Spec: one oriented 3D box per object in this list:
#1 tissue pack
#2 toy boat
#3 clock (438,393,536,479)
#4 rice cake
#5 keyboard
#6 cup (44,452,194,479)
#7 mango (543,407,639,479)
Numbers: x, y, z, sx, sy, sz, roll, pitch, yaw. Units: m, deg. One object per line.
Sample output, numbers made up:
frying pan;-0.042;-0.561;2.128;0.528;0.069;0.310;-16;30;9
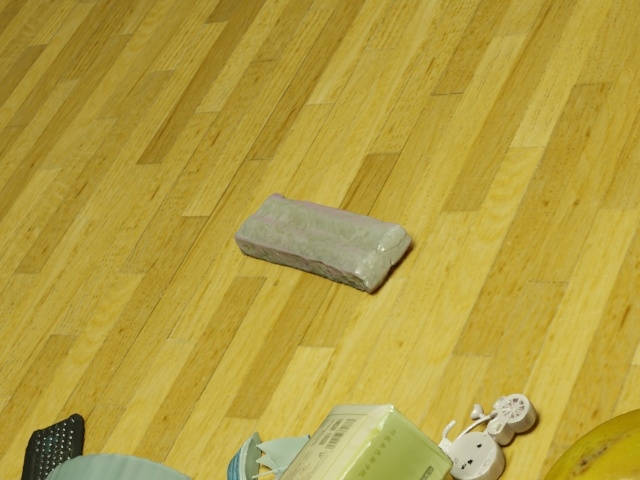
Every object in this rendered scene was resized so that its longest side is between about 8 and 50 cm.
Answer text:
tissue pack;0.021;0.307;1.706;0.234;0.125;0.159;-52;17;-22
toy boat;-0.058;0.272;1.909;0.149;0.034;0.105;-35;38;0
clock;0.195;0.230;1.755;0.129;0.041;0.087;-48;41;-10
rice cake;0.000;-0.002;2.160;0.298;0.050;0.106;16;59;47
keyboard;-0.380;0.351;2.085;0.106;0.016;0.262;-23;38;15
cup;-0.251;0.454;1.720;0.257;0.331;0.311;13;47;4
mango;0.392;0.314;1.283;0.446;0.232;0.300;22;68;9
